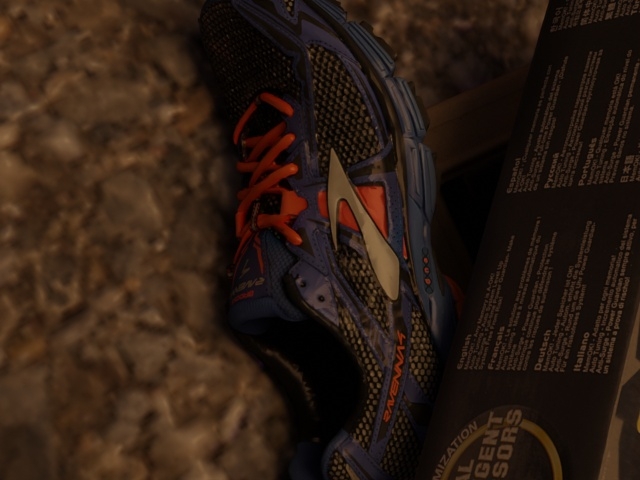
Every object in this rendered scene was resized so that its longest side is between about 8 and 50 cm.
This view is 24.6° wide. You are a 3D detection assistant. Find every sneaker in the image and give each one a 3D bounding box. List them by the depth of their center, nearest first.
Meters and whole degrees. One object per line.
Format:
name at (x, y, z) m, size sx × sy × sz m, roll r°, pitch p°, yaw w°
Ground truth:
sneaker at (0.000, 0.000, 0.566) m, size 0.087 × 0.083 × 0.221 m, roll -19°, pitch 84°, yaw -33°

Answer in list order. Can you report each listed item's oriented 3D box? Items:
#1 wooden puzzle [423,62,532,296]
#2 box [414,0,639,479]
wooden puzzle at (0.147, 0.015, 0.678) m, size 0.239 × 0.044 × 0.221 m, roll -26°, pitch 89°, yaw -36°
box at (0.191, 0.087, 0.595) m, size 0.318 × 0.097 × 0.395 m, roll 29°, pitch 70°, yaw -36°
